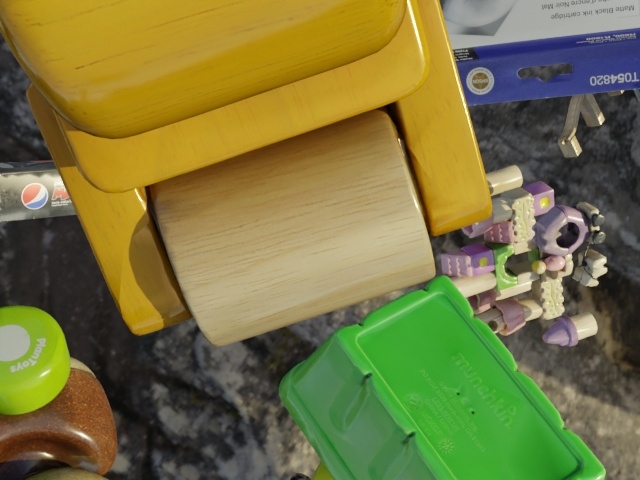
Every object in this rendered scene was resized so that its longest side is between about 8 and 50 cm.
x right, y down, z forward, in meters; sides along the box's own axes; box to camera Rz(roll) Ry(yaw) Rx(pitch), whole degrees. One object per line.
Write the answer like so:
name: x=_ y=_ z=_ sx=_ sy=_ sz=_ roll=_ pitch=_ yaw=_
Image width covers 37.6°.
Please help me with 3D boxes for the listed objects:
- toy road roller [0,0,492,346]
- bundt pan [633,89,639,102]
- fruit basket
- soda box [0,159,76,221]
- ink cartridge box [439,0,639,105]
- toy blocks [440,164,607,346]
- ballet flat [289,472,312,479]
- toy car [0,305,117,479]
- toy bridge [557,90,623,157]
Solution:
toy road roller: x=-0.041 y=-0.086 z=0.418 sx=0.203 sy=0.240 sz=0.329 roll=-18 pitch=111 yaw=1
bundt pan: x=0.563 y=-0.290 z=1.270 sx=0.331 sy=0.124 sz=0.330 roll=32 pitch=148 yaw=23
fruit basket: x=0.119 y=0.279 z=1.147 sx=0.392 sy=0.283 sz=0.392 roll=46 pitch=151 yaw=36
soda box: x=-0.293 y=-0.058 z=1.027 sx=0.060 sy=0.169 sz=0.053 roll=24 pitch=115 yaw=51
ink cartridge box: x=0.218 y=-0.252 z=0.950 sx=0.223 sy=0.045 sz=0.223 roll=-4 pitch=104 yaw=20
toy blocks: x=0.292 y=0.054 z=1.609 sx=0.260 sy=0.309 sz=0.288 roll=-17 pitch=115 yaw=-13
ballet flat: x=-0.014 y=0.419 z=1.296 sx=0.077 sy=0.221 sz=0.079 roll=-25 pitch=133 yaw=9
toy car: x=-0.148 y=0.158 z=0.465 sx=0.188 sy=0.149 sz=0.155 roll=52 pitch=156 yaw=29
toy bridge: x=0.411 y=-0.204 z=1.443 sx=0.026 sy=0.188 sz=0.063 roll=-2 pitch=128 yaw=48
